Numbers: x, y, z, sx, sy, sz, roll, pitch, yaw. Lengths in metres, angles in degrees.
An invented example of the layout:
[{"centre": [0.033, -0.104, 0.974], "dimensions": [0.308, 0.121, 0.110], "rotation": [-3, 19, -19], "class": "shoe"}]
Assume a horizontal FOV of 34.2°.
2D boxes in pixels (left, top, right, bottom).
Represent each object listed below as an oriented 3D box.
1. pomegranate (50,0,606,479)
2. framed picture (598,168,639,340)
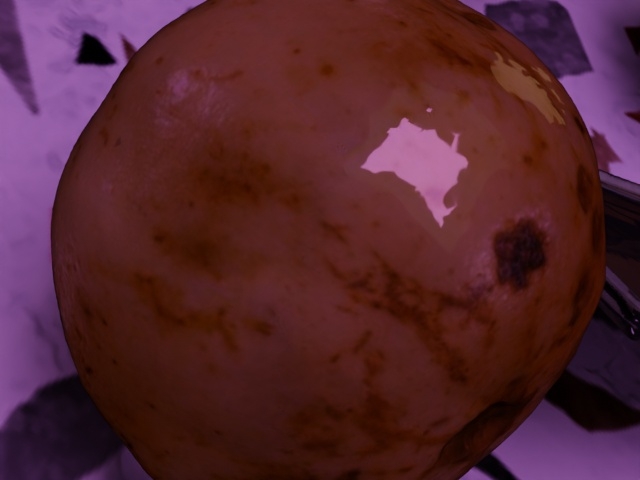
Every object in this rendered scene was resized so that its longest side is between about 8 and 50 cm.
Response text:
[{"centre": [0.000, 0.000, 0.415], "dimensions": [0.215, 0.215, 0.215], "rotation": [13, 57, -21], "class": "pomegranate"}, {"centre": [0.191, 0.010, 0.539], "dimensions": [0.252, 0.014, 0.197], "rotation": [15, 25, -32], "class": "framed picture"}]
